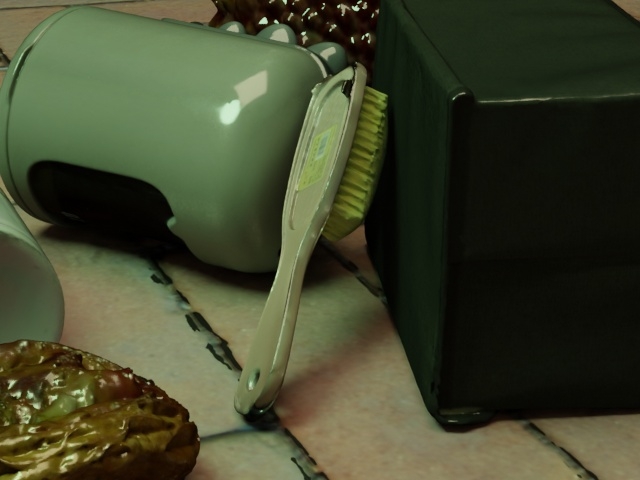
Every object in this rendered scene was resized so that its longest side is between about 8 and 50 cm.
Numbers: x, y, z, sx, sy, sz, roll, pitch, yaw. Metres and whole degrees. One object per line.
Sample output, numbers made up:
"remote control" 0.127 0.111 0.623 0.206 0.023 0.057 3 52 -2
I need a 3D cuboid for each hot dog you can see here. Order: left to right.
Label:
"hot dog" -0.180 0.131 0.808 0.227 0.099 0.160 -15 28 -39

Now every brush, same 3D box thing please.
"brush" 0.002 0.000 1.002 0.067 0.072 0.313 27 58 -20

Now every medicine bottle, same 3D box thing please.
"medicine bottle" -0.300 0.013 1.004 0.152 0.152 0.254 -9 25 -23

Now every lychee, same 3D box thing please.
"lychee" 0.043 -0.231 1.416 0.306 0.330 0.306 -25 21 10

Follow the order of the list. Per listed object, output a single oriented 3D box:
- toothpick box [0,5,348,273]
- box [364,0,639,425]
"toothpick box" -0.106 -0.097 1.182 0.316 0.229 0.229 14 26 25
"box" 0.162 -0.047 1.045 0.204 0.251 0.345 -1 24 -6
